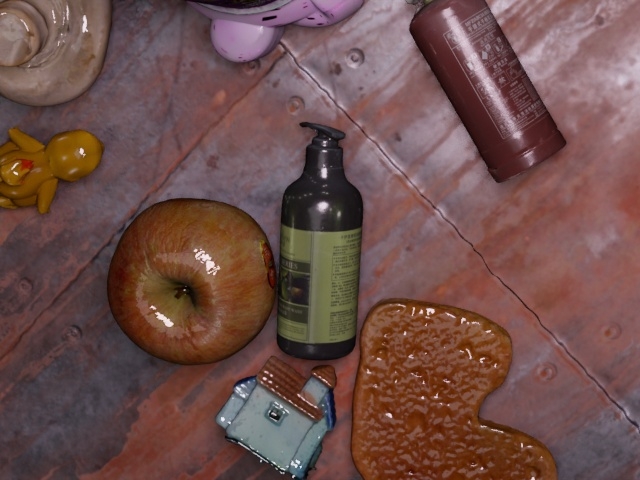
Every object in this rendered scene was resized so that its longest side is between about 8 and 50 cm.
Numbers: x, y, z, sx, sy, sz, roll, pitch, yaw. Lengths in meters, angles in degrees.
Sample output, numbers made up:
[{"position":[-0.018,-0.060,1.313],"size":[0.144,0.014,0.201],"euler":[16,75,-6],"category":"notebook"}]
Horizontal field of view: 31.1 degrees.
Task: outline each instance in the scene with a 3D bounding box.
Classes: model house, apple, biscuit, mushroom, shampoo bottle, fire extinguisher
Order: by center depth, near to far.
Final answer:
[{"position":[0.178,-0.206,1.317],"size":[0.104,0.105,0.269],"euler":[-30,94,19],"category":"fire extinguisher"},{"position":[-0.361,-0.256,1.401],"size":[0.206,0.209,0.206],"euler":[17,132,20],"category":"mushroom"},{"position":[0.000,0.000,1.407],"size":[0.101,0.101,0.284],"euler":[6,104,14],"category":"shampoo bottle"},{"position":[-0.156,0.048,1.416],"size":[0.211,0.188,0.211],"euler":[3,106,11],"category":"apple"},{"position":[0.170,0.210,1.438],"size":[0.262,0.052,0.277],"euler":[5,103,9],"category":"biscuit"},{"position":[-0.035,0.206,1.467],"size":[0.148,0.119,0.149],"euler":[36,99,6],"category":"model house"}]

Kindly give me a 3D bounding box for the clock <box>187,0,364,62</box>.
[{"position":[-0.046,-0.384,1.323],"size":[0.322,0.113,0.296],"euler":[-35,92,21],"category":"clock"}]

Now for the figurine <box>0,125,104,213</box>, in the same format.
[{"position":[-0.362,-0.095,1.471],"size":[0.176,0.122,0.121],"euler":[-18,95,19],"category":"figurine"}]

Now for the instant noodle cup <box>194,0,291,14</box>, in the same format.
[{"position":[-0.116,-0.354,1.191],"size":[0.251,0.190,0.251],"euler":[4,105,16],"category":"instant noodle cup"}]
